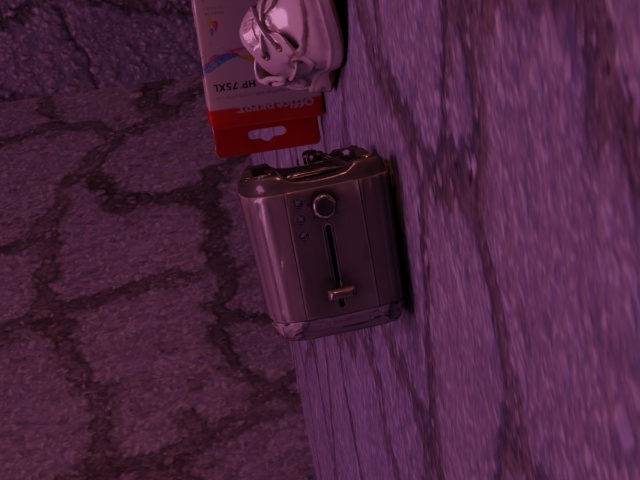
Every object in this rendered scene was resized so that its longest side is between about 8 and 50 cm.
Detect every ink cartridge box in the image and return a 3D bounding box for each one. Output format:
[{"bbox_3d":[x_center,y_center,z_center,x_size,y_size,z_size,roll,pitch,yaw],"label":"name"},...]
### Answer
[{"bbox_3d":[-0.071,-0.207,1.958,0.078,0.134,0.231,-115,17,-74],"label":"ink cartridge box"}]

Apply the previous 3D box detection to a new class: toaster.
[{"bbox_3d":[0.000,0.000,1.483,0.227,0.129,0.146,-138,38,-81],"label":"toaster"}]

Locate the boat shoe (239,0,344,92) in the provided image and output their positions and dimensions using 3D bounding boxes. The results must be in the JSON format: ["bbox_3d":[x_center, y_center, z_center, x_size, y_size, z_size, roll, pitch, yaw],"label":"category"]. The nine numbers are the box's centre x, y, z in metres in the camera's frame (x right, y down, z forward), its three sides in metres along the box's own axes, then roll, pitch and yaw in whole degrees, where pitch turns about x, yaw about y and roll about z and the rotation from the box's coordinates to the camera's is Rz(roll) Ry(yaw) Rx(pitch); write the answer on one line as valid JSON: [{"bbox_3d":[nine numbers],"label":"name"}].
[{"bbox_3d":[-0.032,-0.205,1.693,0.277,0.096,0.098,98,163,-74],"label":"boat shoe"}]
